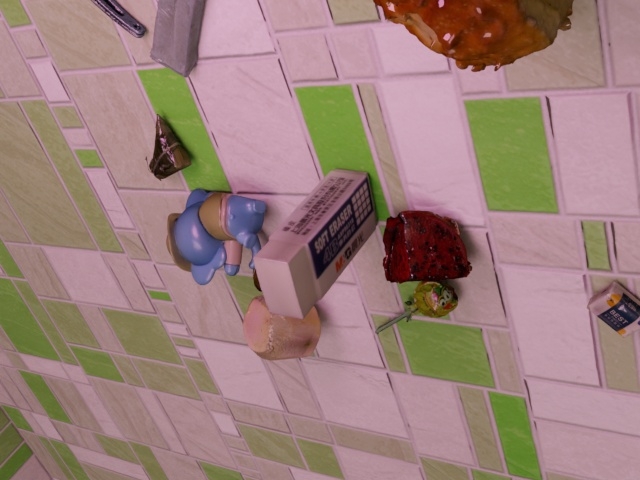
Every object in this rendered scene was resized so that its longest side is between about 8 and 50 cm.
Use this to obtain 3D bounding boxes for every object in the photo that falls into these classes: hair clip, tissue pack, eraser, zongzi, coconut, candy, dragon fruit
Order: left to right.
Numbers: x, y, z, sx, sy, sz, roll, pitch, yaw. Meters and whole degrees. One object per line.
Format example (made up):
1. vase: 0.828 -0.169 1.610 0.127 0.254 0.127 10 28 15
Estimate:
1. hair clip: -0.417 -0.475 1.446 0.083 0.048 0.275 -20 118 47
2. zongzi: -0.325 -0.188 1.631 0.109 0.055 0.119 -19 102 47
3. coconut: -0.074 0.181 1.713 0.147 0.152 0.147 -4 84 49
4. eraser: 0.000 0.000 1.383 0.081 0.279 0.124 10 131 30
5. candy: 0.174 0.138 1.559 0.077 0.073 0.262 58 147 6
6. dragon fruit: 0.181 0.017 1.432 0.127 0.121 0.161 1 172 -15
7. tissue pack: 0.487 0.113 1.310 0.083 0.042 0.062 40 142 -1

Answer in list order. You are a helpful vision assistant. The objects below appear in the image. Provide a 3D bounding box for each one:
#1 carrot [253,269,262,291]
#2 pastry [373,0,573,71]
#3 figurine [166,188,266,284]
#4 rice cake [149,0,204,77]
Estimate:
1. carrot: -0.072 0.053 1.639 0.082 0.082 0.173 49 138 -11
2. pastry: 0.156 -0.407 0.903 0.337 0.292 0.405 30 151 23
3. figurine: -0.209 -0.010 1.630 0.262 0.153 0.180 -1 112 43
4. rice cake: -0.245 -0.388 1.393 0.085 0.040 0.226 33 140 8
